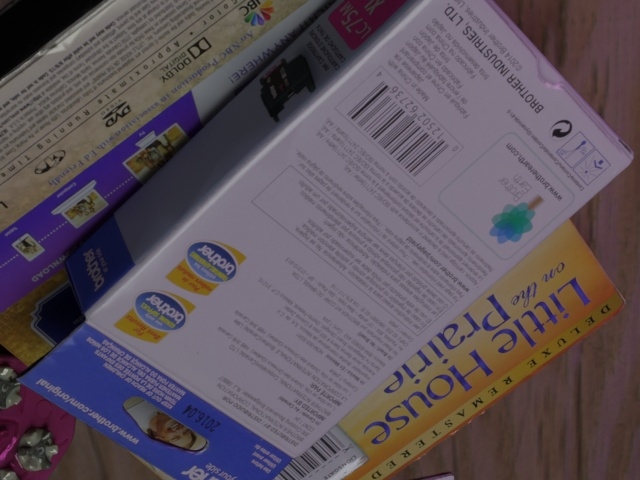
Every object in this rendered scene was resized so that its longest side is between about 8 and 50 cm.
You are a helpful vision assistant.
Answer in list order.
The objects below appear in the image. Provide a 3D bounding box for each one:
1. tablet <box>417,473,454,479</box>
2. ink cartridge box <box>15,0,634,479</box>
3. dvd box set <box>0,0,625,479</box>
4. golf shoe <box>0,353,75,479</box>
[{"bbox_3d":[0.071,0.211,1.134,0.054,0.006,0.083,-9,128,-18],"label":"tablet"},{"bbox_3d":[0.000,0.000,0.818,0.311,0.065,0.186,-44,130,8],"label":"ink cartridge box"},{"bbox_3d":[-0.027,-0.003,0.886,0.307,0.062,0.420,-37,131,5],"label":"dvd box set"},{"bbox_3d":[-0.289,0.144,0.861,0.306,0.140,0.115,-25,106,-31],"label":"golf shoe"}]
